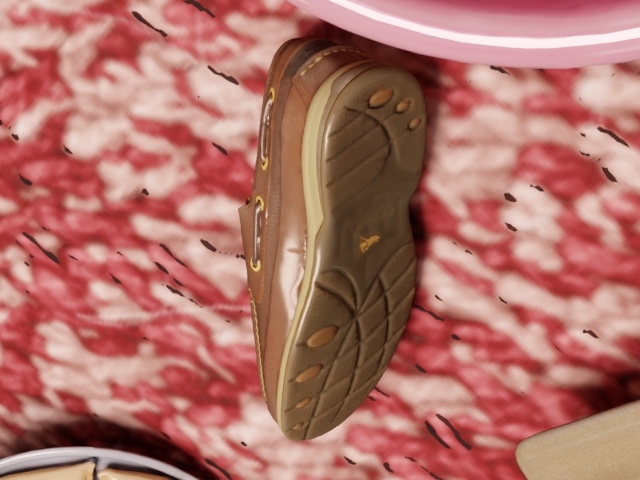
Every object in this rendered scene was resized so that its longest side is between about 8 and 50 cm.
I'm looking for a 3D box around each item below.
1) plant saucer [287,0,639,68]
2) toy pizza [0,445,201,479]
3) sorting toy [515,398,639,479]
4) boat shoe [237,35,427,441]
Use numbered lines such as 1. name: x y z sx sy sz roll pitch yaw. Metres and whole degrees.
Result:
1. plant saucer: 0.060 -0.216 0.472 0.332 0.084 0.332 11 122 19
2. toy pizza: -0.116 0.193 0.782 0.201 0.032 0.201 -1 112 -2
3. sorting toy: 0.158 0.167 0.594 0.307 0.041 0.229 -27 81 44
4. boat shoe: 0.000 0.000 0.650 0.060 0.064 0.178 37 133 40
